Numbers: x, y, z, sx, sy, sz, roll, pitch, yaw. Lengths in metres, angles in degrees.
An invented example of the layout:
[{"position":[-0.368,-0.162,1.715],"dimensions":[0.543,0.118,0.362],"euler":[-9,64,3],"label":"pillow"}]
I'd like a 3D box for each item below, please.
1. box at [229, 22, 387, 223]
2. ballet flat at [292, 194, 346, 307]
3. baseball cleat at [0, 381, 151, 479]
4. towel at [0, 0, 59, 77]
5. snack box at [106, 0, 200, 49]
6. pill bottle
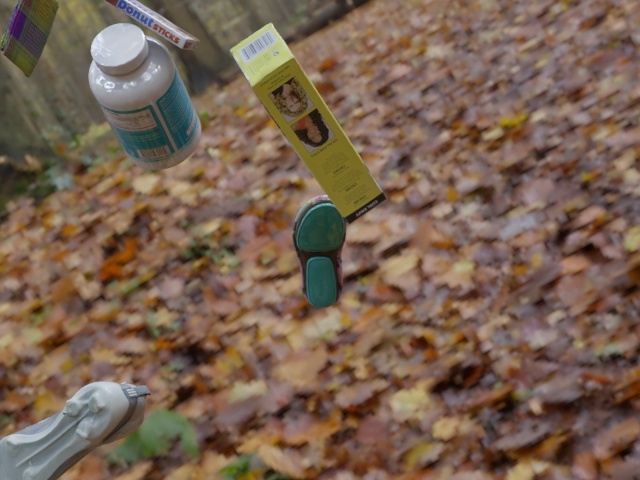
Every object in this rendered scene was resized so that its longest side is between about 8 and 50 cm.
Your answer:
[{"position":[-0.011,-0.124,1.328],"dimensions":[0.058,0.232,0.087],"euler":[-34,40,4],"label":"box"},{"position":[0.000,0.000,1.708],"dimensions":[0.076,0.222,0.079],"euler":[-2,46,1],"label":"ballet flat"},{"position":[-0.255,0.209,1.240],"dimensions":[0.206,0.072,0.109],"euler":[-32,-19,26],"label":"baseball cleat"},{"position":[-0.270,-0.199,1.123],"dimensions":[0.009,0.083,0.060],"euler":[12,-14,18],"label":"towel"},{"position":[-0.284,-0.366,1.978],"dimensions":[0.022,0.178,0.064],"euler":[-59,-8,14],"label":"snack box"},{"position":[-0.302,-0.247,2.047],"dimensions":[0.146,0.146,0.264],"euler":[-32,-32,-9],"label":"pill bottle"}]
